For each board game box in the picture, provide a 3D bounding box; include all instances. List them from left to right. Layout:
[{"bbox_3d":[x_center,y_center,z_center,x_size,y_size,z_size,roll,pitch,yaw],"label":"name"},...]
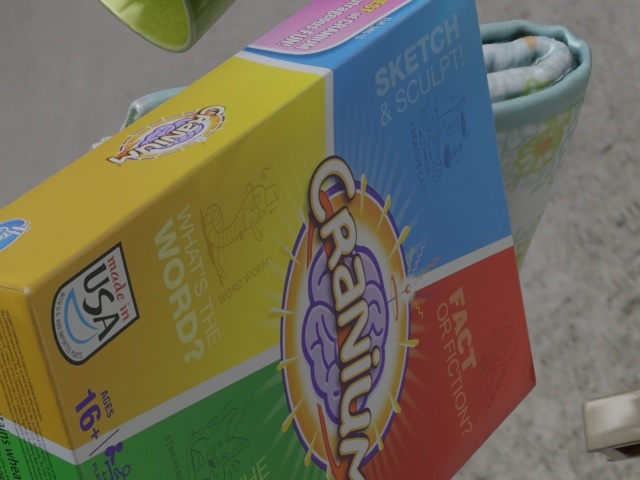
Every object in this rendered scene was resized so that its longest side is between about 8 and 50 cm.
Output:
[{"bbox_3d":[-0.019,0.044,0.804,0.064,0.242,0.316,9,34,35],"label":"board game box"}]

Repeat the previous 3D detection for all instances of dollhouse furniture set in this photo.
[{"bbox_3d":[0.324,0.263,1.613,0.135,0.262,0.259,-12,72,23],"label":"dollhouse furniture set"}]

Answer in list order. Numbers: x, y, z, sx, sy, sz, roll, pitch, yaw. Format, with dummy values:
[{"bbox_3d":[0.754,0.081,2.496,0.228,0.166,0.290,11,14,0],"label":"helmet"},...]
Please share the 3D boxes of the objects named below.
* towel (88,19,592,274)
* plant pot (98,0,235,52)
[{"bbox_3d":[0.000,0.000,1.299,0.375,0.320,0.090,-12,53,-24],"label":"towel"},{"bbox_3d":[-0.073,-0.333,1.285,0.293,0.274,0.275,-41,33,-14],"label":"plant pot"}]
